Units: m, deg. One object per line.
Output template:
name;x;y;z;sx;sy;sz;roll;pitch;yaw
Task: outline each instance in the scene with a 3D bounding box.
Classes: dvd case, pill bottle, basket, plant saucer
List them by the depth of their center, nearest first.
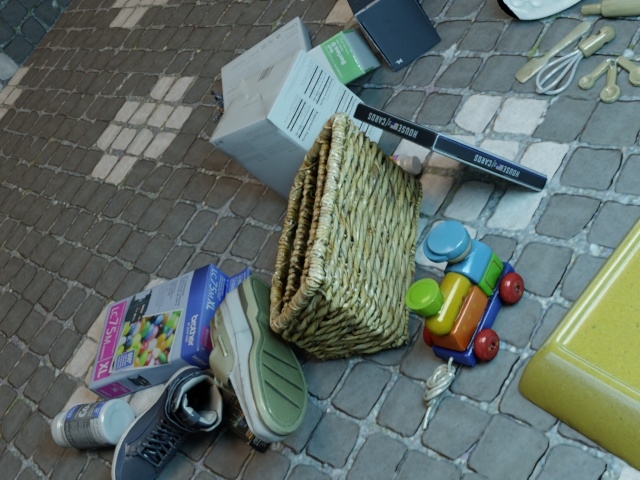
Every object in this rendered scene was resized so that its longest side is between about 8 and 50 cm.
plant saucer;0.416;0.095;0.908;0.333;0.081;0.333;-52;40;-6
dvd case;0.187;-0.133;1.187;0.179;0.239;0.029;32;103;50
basket;0.000;0.000;1.222;0.213;0.223;0.299;-15;54;37
pill bottle;0.124;-0.119;1.375;0.083;0.043;0.043;-7;52;37
pill bottle;-0.392;0.317;1.423;0.137;0.078;0.078;-15;48;31

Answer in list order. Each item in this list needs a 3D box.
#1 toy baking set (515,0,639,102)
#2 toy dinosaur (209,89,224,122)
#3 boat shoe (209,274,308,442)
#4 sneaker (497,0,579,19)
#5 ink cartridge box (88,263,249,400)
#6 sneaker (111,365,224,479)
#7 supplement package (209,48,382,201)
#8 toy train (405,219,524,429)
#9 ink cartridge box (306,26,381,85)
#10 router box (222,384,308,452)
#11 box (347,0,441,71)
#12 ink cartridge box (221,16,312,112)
toy baking set;0.427;-0.300;1.275;0.256;0.030;0.197;18;69;48
toy dinosaur;-0.215;-0.306;1.838;0.090;0.047;0.082;-42;57;-12
boat shoe;-0.098;0.183;1.205;0.103;0.113;0.302;-38;32;16
sneaker;0.451;-0.522;1.401;0.323;0.130;0.236;-37;15;37
ink cartridge box;-0.267;0.156;1.469;0.311;0.065;0.186;-20;46;26
sneaker;-0.232;0.293;1.261;0.226;0.086;0.163;-58;17;-16
supplement package;-0.039;-0.185;1.417;0.194;0.203;0.149;-9;50;53
toy train;0.157;0.106;1.072;0.105;0.143;0.248;9;63;45
ink cartridge box;-0.009;-0.310;1.569;0.212;0.093;0.154;-28;8;22
router box;-0.087;0.244;1.250;0.092;0.038;0.122;23;74;50
box;0.124;-0.448;1.573;0.108;0.153;0.207;-32;42;15
ink cartridge box;-0.113;-0.350;1.779;0.223;0.045;0.224;-29;43;20
